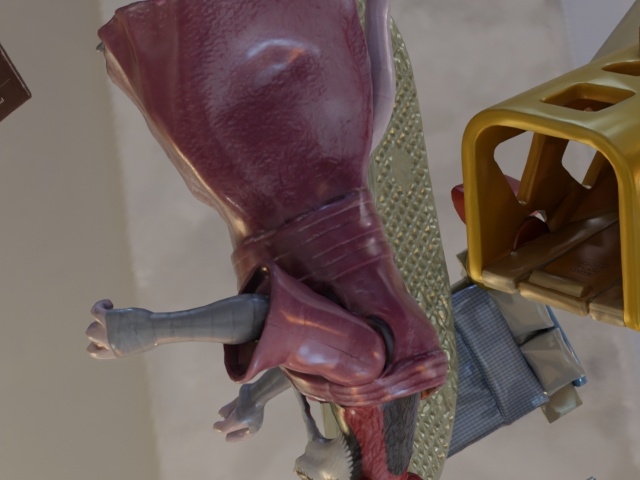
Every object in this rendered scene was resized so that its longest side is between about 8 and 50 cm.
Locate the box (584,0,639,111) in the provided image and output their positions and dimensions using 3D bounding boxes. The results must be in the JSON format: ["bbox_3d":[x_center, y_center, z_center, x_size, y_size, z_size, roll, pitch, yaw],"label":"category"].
[{"bbox_3d":[0.295,-0.155,0.918,0.121,0.148,0.311,51,-58,30],"label":"box"}]

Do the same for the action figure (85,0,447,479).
[{"bbox_3d":[0.000,0.000,1.007,0.276,0.248,0.370,-27,-97,6],"label":"action figure"}]

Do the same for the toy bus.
[{"bbox_3d":[0.154,-0.042,0.711,0.191,0.202,0.104,-6,-67,2],"label":"toy bus"}]

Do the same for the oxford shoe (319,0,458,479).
[{"bbox_3d":[0.015,0.015,1.306,0.130,0.169,0.449,-17,-114,26],"label":"oxford shoe"}]

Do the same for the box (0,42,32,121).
[{"bbox_3d":[-0.459,-0.202,1.790,0.168,0.203,0.167,-42,-139,-19],"label":"box"}]

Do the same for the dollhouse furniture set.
[{"bbox_3d":[0.112,0.188,1.353,0.286,0.198,0.303,-29,-80,-5],"label":"dollhouse furniture set"}]
